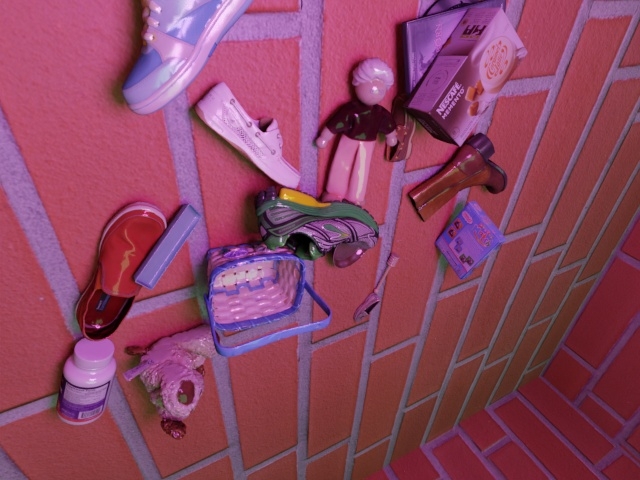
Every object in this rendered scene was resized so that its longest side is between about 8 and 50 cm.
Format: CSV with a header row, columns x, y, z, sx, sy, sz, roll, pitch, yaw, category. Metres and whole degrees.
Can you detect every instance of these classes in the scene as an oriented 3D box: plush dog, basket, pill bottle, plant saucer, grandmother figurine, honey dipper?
x,y,z,sx,sy,sz,roll,pitch,yaw,category
-0.374,0.365,1.030,0.210,0.262,0.226,1,118,5,plush dog
-0.145,0.125,0.922,0.254,0.289,0.201,-11,129,-26,basket
-0.539,0.321,0.935,0.108,0.108,0.194,7,118,-37,pill bottle
0.091,0.005,1.155,0.168,0.029,0.168,-32,145,-26,plant saucer
-0.320,0.011,0.848,0.192,0.018,0.067,-61,163,-16,plant saucer
0.095,-0.244,0.940,0.207,0.104,0.342,-13,131,-30,grandmother figurine
0.217,0.115,1.345,0.030,0.030,0.161,1,123,-35,honey dipper

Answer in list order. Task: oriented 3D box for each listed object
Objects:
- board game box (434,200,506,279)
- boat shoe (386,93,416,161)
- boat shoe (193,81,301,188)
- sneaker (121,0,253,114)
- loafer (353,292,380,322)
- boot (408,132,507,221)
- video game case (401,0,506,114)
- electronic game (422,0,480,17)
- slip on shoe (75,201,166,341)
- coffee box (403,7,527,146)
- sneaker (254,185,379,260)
x,y,z,sx,sy,sz,roll,pitch,yaw,category
0.474,0.003,1.297,0.039,0.160,0.211,-12,148,-28,board game box
0.197,-0.274,1.009,0.060,0.064,0.178,-24,135,-20,boat shoe
-0.119,-0.207,0.822,0.096,0.098,0.277,-47,134,7,boat shoe
-0.248,-0.365,0.599,0.319,0.127,0.208,-54,137,-1,sneaker
0.160,0.238,1.393,0.045,0.039,0.125,19,111,-42,loafer
0.428,-0.150,1.242,0.280,0.096,0.264,-43,142,7,boot
0.311,-0.425,0.929,0.274,0.026,0.196,-23,125,-17,video game case
0.313,-0.456,0.959,0.229,0.048,0.229,-13,121,-23,electronic game
-0.411,0.071,0.837,0.123,0.101,0.331,21,108,-40,slip on shoe
0.318,-0.356,0.892,0.141,0.098,0.247,29,99,-37,coffee box
-0.001,-0.013,0.951,0.343,0.146,0.134,8,157,-34,sneaker
